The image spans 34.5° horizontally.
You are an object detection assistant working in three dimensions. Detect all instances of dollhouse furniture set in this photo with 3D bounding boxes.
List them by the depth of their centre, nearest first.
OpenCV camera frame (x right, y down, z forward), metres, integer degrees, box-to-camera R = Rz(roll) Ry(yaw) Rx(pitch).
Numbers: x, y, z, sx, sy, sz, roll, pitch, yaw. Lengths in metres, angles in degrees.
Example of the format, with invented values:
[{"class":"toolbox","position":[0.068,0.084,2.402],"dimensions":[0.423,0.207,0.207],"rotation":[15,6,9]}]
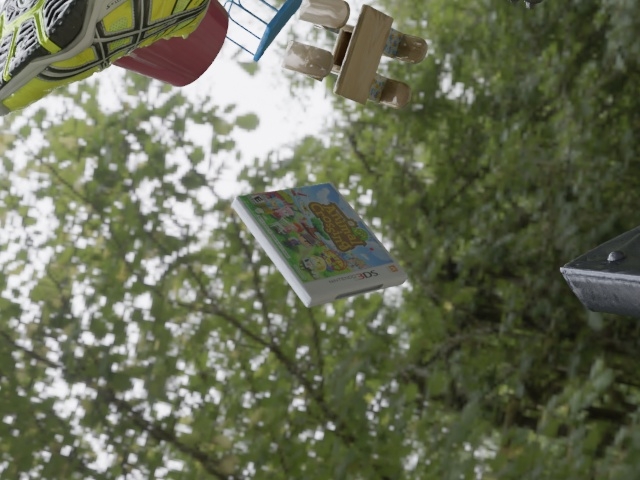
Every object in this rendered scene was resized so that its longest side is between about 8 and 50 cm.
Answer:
[{"class":"dollhouse furniture set","position":[0.099,-0.320,1.532],"dimensions":[0.212,0.161,0.242],"rotation":[11,-81,-52]}]

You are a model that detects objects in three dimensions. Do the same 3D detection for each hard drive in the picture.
[{"class":"hard drive","position":[0.349,0.007,0.870],"dimensions":[0.254,0.172,0.054],"rotation":[-21,-76,-29]}]

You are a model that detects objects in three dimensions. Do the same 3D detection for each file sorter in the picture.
[{"class":"file sorter","position":[-0.107,-0.456,1.971],"dimensions":[0.170,0.104,0.118],"rotation":[-57,2,-28]}]

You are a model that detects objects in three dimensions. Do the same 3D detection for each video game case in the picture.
[{"class":"video game case","position":[0.000,0.000,1.527],"dimensions":[0.193,0.212,0.023],"rotation":[-11,-39,-40]}]

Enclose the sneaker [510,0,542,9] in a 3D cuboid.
[{"class":"sneaker","position":[0.287,-0.498,1.611],"dimensions":[0.097,0.135,0.276],"rotation":[-12,-111,-54]}]

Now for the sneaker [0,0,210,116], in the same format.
[{"class":"sneaker","position":[-0.211,-0.243,1.090],"dimensions":[0.147,0.384,0.145],"rotation":[37,-154,-46]}]

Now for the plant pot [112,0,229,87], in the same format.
[{"class":"plant pot","position":[-0.227,-0.300,1.348],"dimensions":[0.180,0.201,0.201],"rotation":[29,-112,-36]}]
